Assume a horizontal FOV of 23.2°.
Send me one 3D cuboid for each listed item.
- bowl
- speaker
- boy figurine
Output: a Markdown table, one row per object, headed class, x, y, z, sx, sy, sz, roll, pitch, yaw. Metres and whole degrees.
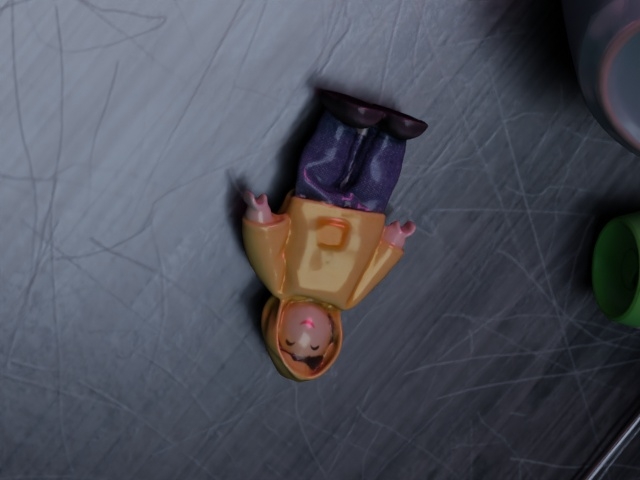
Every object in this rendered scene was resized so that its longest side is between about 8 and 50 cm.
| class | x | y | z | sx | sy | sz | roll | pitch | yaw |
| --- | --- | --- | --- | --- | --- | --- | --- | --- | --- |
| bowl | 0.354 | -0.180 | 1.421 | 0.311 | 0.163 | 0.311 | 14 | 136 | 14 |
| speaker | 0.439 | 0.035 | 1.626 | 0.296 | 0.131 | 0.131 | 2 | 107 | -18 |
| boy figurine | 0.000 | 0.000 | 1.502 | 0.177 | 0.092 | 0.285 | 17 | 99 | -24 |
